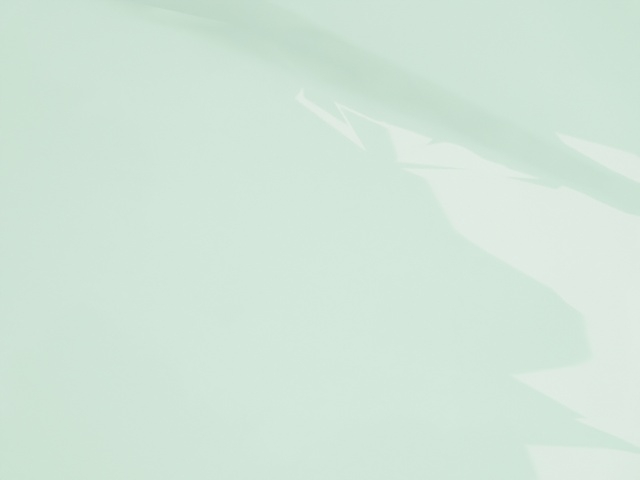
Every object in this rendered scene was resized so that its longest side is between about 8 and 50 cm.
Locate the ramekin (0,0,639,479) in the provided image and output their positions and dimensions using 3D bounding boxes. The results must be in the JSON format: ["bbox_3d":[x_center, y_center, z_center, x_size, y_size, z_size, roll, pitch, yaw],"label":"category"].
[{"bbox_3d":[0.000,0.000,0.514,0.273,0.127,0.273,2,100,12],"label":"ramekin"}]
